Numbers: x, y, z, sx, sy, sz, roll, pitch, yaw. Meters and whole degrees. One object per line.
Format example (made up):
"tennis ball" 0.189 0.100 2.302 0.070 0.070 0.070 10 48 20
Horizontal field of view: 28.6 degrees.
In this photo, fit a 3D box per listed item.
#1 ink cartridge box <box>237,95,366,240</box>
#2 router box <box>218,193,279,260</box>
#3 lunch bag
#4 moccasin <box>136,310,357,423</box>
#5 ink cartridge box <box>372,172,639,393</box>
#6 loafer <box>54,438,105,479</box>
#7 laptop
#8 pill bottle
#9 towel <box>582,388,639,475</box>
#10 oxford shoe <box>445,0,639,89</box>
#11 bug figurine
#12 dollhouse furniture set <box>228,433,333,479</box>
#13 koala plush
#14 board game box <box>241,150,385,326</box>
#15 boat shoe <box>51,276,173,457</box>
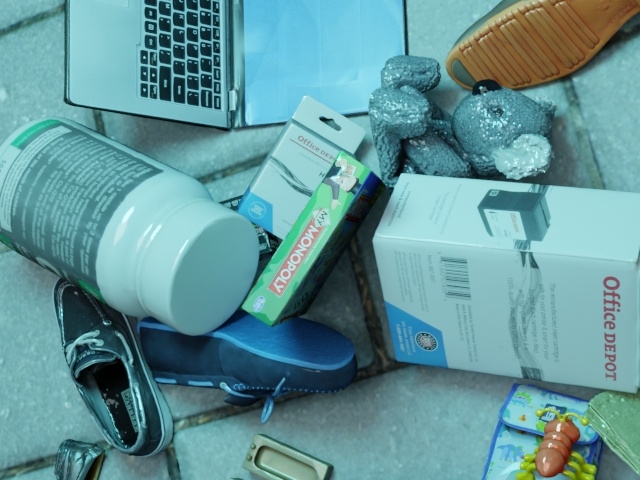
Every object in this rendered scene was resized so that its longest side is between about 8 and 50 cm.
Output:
"ink cartridge box" -0.023 -0.092 1.680 0.104 0.060 0.180 30 101 -8
"router box" -0.125 -0.009 1.758 0.122 0.038 0.092 -17 77 16
"lunch bag" 0.280 0.258 1.548 0.129 0.096 0.151 13 67 22
"moccasin" -0.093 0.164 1.683 0.342 0.138 0.116 9 111 38
"ink cartridge box" 0.239 0.050 1.511 0.308 0.223 0.129 6 44 20
"loafer" -0.343 0.367 1.764 0.061 0.062 0.170 3 84 15
"laptop" -0.115 -0.366 1.716 0.236 0.408 0.381 -15 73 52
"pill bottle" -0.271 -0.020 1.694 0.361 0.204 0.204 25 90 33
"towel" 0.399 0.207 1.513 0.148 0.027 0.110 -32 68 -21
"oxford shoe" 0.323 -0.317 1.629 0.364 0.130 0.132 -27 41 20
"bug figurine" 0.343 0.280 1.386 0.279 0.072 0.216 5 40 22
"dollhouse furniture set" -0.066 0.348 1.634 0.144 0.123 0.151 21 88 21
"koala plush" 0.192 -0.130 1.595 0.221 0.196 0.203 -6 115 13
"board game box" 0.000 0.000 1.565 0.046 0.317 0.213 33 93 5
"boat shoe" -0.309 0.167 1.761 0.108 0.102 0.301 -30 73 13
